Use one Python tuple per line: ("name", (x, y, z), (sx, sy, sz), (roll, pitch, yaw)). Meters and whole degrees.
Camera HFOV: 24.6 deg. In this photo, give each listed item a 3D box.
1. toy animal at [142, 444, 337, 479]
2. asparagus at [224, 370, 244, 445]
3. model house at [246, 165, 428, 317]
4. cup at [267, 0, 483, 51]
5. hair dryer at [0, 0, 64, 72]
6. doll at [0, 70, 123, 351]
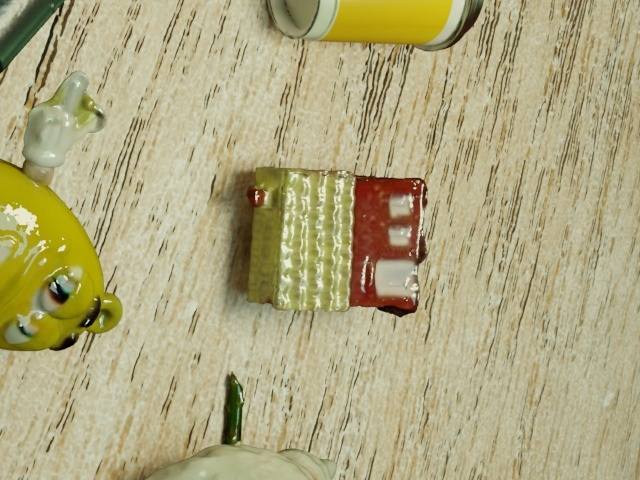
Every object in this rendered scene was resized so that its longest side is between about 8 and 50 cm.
("toy animal", (-0.110, 0.337, 1.938), (0.266, 0.308, 0.188), (81, 11, -53))
("asparagus", (-0.117, 0.230, 1.996), (0.021, 0.025, 0.108), (1, 95, -32))
("model house", (0.000, 0.000, 1.984), (0.254, 0.160, 0.196), (4, 93, -40))
("cup", (0.077, -0.347, 1.998), (0.280, 0.196, 0.196), (-11, 102, -33))
("hair dryer", (-0.434, -0.319, 1.611), (0.302, 0.116, 0.244), (46, 65, -23))
("doll", (-0.406, -0.031, 1.606), (0.423, 0.161, 0.348), (0, 119, -22))
